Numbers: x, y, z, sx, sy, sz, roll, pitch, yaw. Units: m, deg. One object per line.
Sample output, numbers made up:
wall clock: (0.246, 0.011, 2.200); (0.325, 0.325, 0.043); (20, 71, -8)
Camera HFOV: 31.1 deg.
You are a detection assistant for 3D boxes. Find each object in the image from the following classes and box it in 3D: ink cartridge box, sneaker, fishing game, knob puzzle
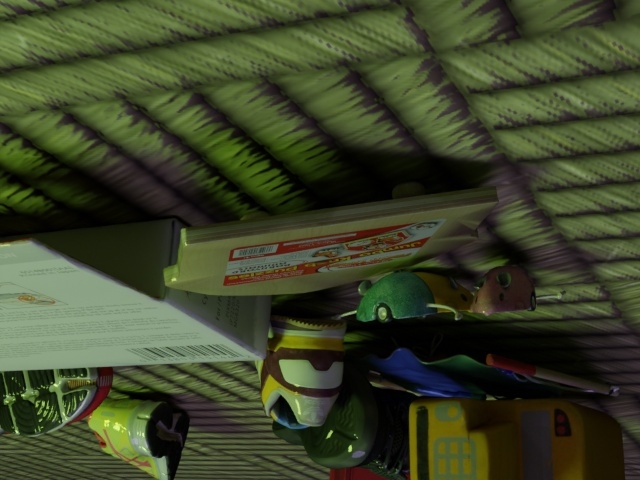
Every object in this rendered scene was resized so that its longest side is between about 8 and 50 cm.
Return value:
ink cartridge box: (-0.222, 0.029, 0.792); (0.296, 0.066, 0.261); (-6, 158, 26)
sneaker: (-0.245, 0.123, 1.057); (0.118, 0.107, 0.279); (-4, 171, -35)
sneaker: (0.043, 0.154, 0.966); (0.130, 0.087, 0.227); (14, 170, -11)
fishing game: (0.114, 0.107, 0.970); (0.189, 0.041, 0.264); (17, 165, -30)
sneaker: (-0.211, 0.222, 1.326); (0.094, 0.081, 0.208); (9, 154, 9)
knob puzzle: (0.000, 0.000, 0.694); (0.213, 0.030, 0.213); (-10, 168, -2)
sneaker: (-0.026, 0.102, 0.889); (0.070, 0.083, 0.185); (7, 173, -9)

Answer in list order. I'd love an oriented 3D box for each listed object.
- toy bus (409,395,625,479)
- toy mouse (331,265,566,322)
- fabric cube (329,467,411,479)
toy bus: (0.172, 0.192, 0.970); (0.130, 0.108, 0.333); (-4, 168, 21)
toy mouse: (0.081, 0.034, 0.741); (0.161, 0.031, 0.143); (-4, 178, 4)
fabric cube: (0.139, 0.363, 1.347); (0.258, 0.259, 0.254); (6, 161, -3)
